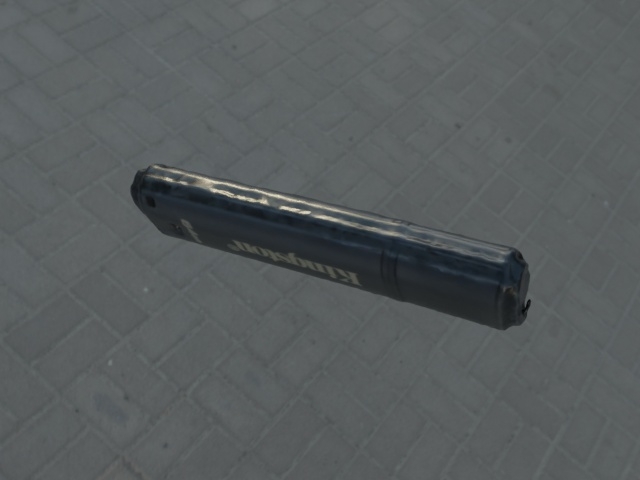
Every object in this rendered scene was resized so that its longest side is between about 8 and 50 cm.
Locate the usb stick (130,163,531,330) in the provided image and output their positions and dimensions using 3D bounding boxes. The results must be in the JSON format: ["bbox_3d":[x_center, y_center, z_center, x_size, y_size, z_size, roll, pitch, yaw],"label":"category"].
[{"bbox_3d":[0.000,0.000,0.490,0.278,0.077,0.045,15,75,22],"label":"usb stick"}]
